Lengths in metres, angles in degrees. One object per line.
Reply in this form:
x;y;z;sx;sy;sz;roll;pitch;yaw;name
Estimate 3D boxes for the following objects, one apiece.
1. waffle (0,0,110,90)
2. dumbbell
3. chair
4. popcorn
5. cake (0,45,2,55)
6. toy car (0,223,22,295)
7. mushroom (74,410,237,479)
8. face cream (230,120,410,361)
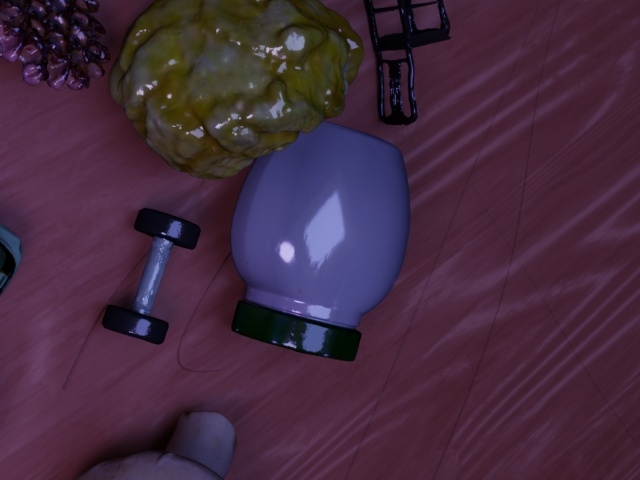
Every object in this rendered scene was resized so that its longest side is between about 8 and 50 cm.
-0.378;-0.304;1.322;0.234;0.055;0.221;58;30;-8;waffle
-0.255;0.054;1.490;0.100;0.100;0.191;21;82;-36;dumbbell
0.159;-0.327;1.745;0.113;0.106;0.229;-19;107;-31;chair
-0.131;-0.258;1.425;0.334;0.294;0.292;-48;118;-25;popcorn
-0.495;-0.298;1.283;0.221;0.086;0.116;-4;100;-35;cake
-0.521;-0.011;1.275;0.306;0.125;0.136;38;74;-34;toy car
-0.234;0.395;1.487;0.292;0.293;0.290;53;30;-28;mushroom
0.000;0.000;1.594;0.313;0.219;0.356;17;86;-36;face cream
